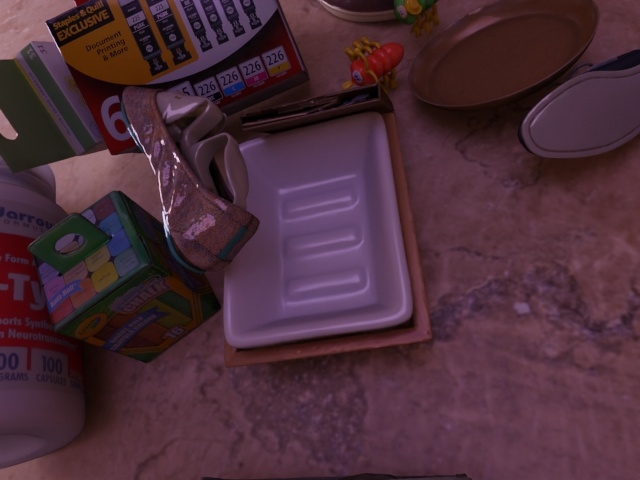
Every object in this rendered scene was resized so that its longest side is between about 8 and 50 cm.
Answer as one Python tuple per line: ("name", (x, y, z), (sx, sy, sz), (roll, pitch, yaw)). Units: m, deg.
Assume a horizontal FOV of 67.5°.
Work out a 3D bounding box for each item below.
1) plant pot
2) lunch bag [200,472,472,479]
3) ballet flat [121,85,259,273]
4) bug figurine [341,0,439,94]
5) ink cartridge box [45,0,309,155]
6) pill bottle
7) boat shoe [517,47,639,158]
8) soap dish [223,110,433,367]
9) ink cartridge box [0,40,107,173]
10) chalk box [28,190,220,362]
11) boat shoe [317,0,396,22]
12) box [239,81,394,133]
("plant pot", (0.233, -0.245, 0.632), (0.237, 0.032, 0.236), (-20, 43, 20))
("lunch bag", (-0.006, 0.327, 0.403), (0.287, 0.169, 0.235), (-7, 64, 11))
("ballet flat", (-0.149, -0.105, 0.571), (0.106, 0.108, 0.315), (-39, 60, 15))
("bug figurine", (0.058, -0.349, 0.657), (0.216, 0.072, 0.279), (-41, 104, -11))
("ink cartridge box", (-0.212, -0.310, 0.710), (0.310, 0.130, 0.271), (-22, 101, 7))
("pill bottle", (-0.444, 0.072, 0.633), (0.229, 0.229, 0.407), (-23, 61, 7))
("boat shoe", (0.335, -0.168, 0.558), (0.255, 0.079, 0.095), (-31, 103, -3))
("soap dish", (0.000, 0.000, 0.582), (0.229, 0.118, 0.290), (-11, 63, 14))
("ink cartridge box", (-0.399, -0.208, 0.718), (0.056, 0.235, 0.171), (-26, 102, 21))
("chalk box", (-0.246, 0.042, 0.590), (0.132, 0.213, 0.132), (-36, 60, 0))
("boat shoe", (0.026, -0.467, 0.788), (0.342, 0.123, 0.123), (37, 82, 28))
("box", (0.007, -0.164, 0.623), (0.165, 0.201, 0.021), (-9, 98, 14))
